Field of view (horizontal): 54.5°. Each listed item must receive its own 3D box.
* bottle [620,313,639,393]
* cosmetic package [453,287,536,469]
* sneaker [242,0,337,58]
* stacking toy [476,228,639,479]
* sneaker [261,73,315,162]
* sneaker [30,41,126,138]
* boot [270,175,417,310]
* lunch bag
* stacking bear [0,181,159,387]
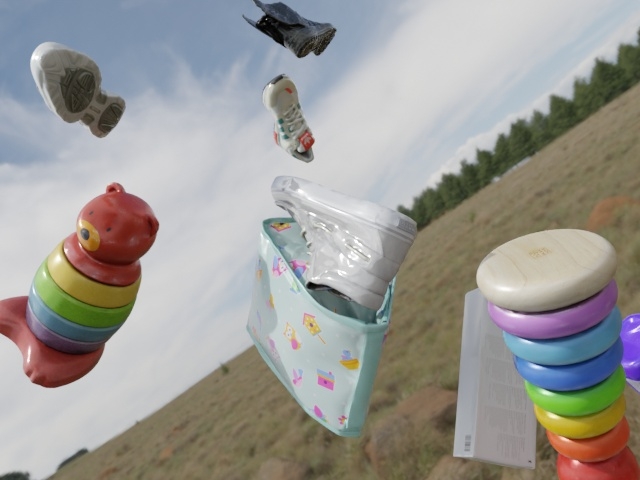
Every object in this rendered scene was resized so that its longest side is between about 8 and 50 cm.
[{"bbox_3d":[0.611,0.241,1.065,0.118,0.283,0.092,-55,21,-10],"label":"bottle"},{"bbox_3d":[0.254,0.194,0.890,0.060,0.098,0.239,131,151,-65],"label":"cosmetic package"},{"bbox_3d":[-0.039,-0.300,0.868,0.051,0.089,0.170,-52,-1,28],"label":"sneaker"},{"bbox_3d":[0.283,0.159,0.699,0.141,0.330,0.141,-18,19,7],"label":"stacking toy"},{"bbox_3d":[-0.037,-0.176,0.924,0.057,0.075,0.161,-39,-24,-15],"label":"sneaker"},{"bbox_3d":[-0.367,-0.220,0.882,0.090,0.115,0.232,-58,-3,-9],"label":"sneaker"},{"bbox_3d":[0.000,0.000,0.779,0.258,0.095,0.123,22,88,52],"label":"boot"},{"bbox_3d":[0.010,0.117,0.886,0.160,0.262,0.223,-9,-52,-27],"label":"lunch bag"},{"bbox_3d":[-0.346,0.052,0.941,0.289,0.175,0.164,-54,-21,22],"label":"stacking bear"}]
